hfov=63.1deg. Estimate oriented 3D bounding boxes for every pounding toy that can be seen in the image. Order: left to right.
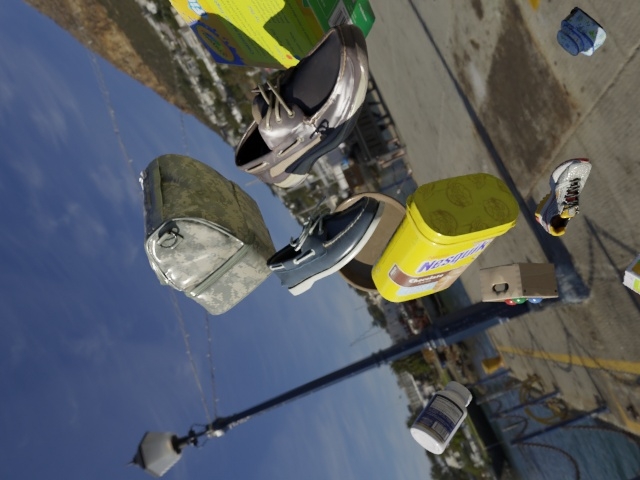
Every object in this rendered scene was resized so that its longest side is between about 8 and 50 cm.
[{"bbox_3d":[0.507,0.116,1.322,0.181,0.206,0.094,-21,69,59],"label":"pounding toy"}]

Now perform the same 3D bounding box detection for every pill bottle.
[{"bbox_3d":[0.311,0.443,1.320,0.094,0.169,0.094,34,150,23],"label":"pill bottle"}]

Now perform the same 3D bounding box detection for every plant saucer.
[{"bbox_3d":[0.145,0.004,1.426,0.041,0.278,0.278,-19,-96,-60],"label":"plant saucer"}]

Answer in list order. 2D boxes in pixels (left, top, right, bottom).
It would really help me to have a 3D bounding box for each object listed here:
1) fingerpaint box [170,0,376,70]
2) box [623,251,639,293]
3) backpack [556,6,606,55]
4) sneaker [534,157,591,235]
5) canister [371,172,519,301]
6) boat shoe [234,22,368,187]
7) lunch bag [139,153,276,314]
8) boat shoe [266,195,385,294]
[{"bbox_3d":[-0.150,-0.529,0.964,0.371,0.163,0.445,17,163,32],"label":"fingerpaint box"},{"bbox_3d":[0.587,0.076,0.788,0.203,0.103,0.114,41,-174,31],"label":"box"},{"bbox_3d":[0.704,-0.553,1.414,0.114,0.084,0.105,47,-168,18],"label":"backpack"},{"bbox_3d":[0.618,-0.107,1.296,0.093,0.088,0.225,-100,9,-46],"label":"sneaker"},{"bbox_3d":[0.142,0.003,0.632,0.170,0.126,0.073,112,140,-56],"label":"canister"},{"bbox_3d":[-0.045,-0.194,0.833,0.355,0.130,0.132,-49,49,52],"label":"boat shoe"},{"bbox_3d":[-0.263,-0.032,1.117,0.256,0.212,0.305,46,-168,-38],"label":"lunch bag"},{"bbox_3d":[0.000,0.000,0.781,0.079,0.254,0.095,39,-127,-9],"label":"boat shoe"}]
